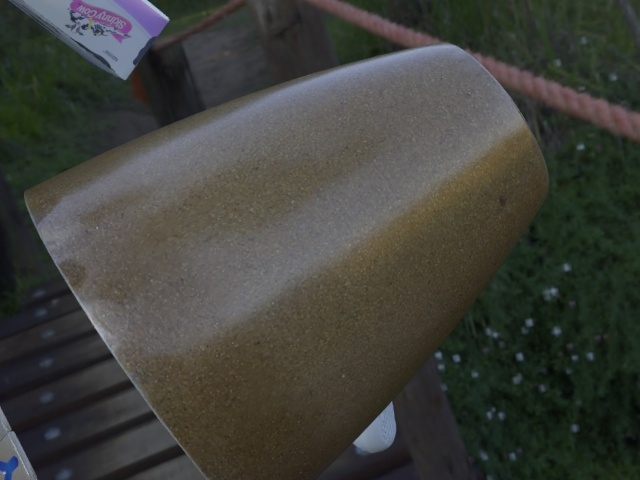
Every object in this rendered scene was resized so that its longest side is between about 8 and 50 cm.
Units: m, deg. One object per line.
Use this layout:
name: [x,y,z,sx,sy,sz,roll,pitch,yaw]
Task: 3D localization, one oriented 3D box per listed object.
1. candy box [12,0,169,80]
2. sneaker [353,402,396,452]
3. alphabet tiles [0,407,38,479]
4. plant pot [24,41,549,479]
candy box: [-0.241,-0.231,0.905,0.070,0.165,0.196,-53,26,-1]
sneaker: [-0.005,0.121,0.898,0.126,0.091,0.240,-11,20,1]
alphabet tiles: [-0.402,0.316,1.099,0.011,0.285,0.342,-13,-25,-51]
plant pot: [0.000,0.000,0.594,0.254,0.237,0.237,-34,20,-8]
